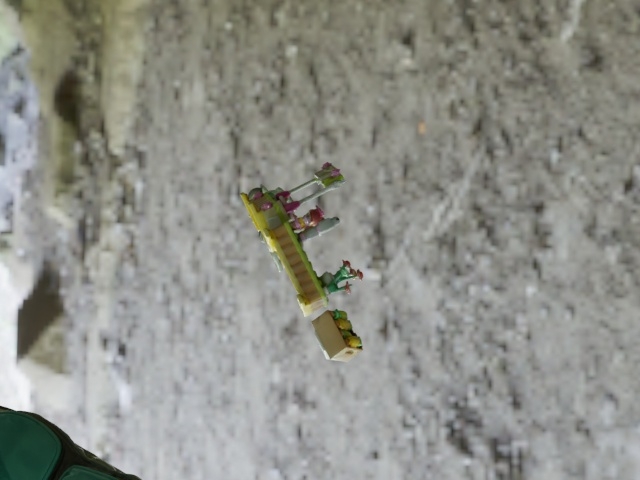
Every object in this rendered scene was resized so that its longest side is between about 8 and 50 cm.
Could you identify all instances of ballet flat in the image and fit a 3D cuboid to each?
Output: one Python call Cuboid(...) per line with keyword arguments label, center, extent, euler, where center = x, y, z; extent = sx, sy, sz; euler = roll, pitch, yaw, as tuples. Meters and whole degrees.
Cuboid(label="ballet flat", center=(-0.201, 0.201, 1.251), extent=(0.213, 0.068, 0.072), euler=(20, 71, 43))

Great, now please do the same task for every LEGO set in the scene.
Cuboid(label="LEGO set", center=(0.000, 0.000, 1.645), extent=(0.132, 0.107, 0.287), euler=(67, 175, -35))

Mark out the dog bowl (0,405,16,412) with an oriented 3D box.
Cuboid(label="dog bowl", center=(-0.309, 0.347, 1.286), extent=(0.150, 0.408, 0.408), euler=(-25, 57, 31))
